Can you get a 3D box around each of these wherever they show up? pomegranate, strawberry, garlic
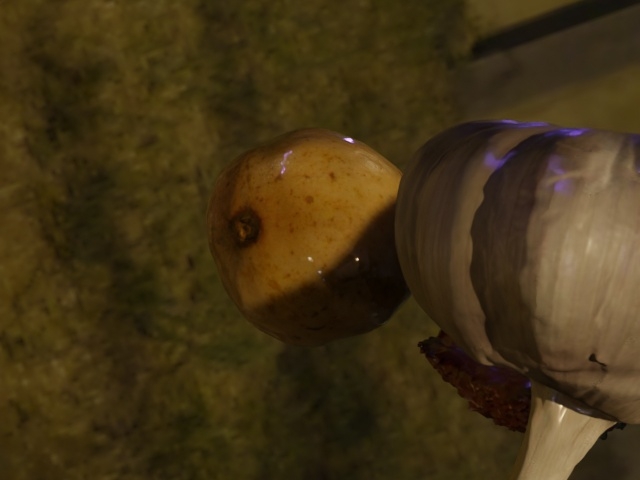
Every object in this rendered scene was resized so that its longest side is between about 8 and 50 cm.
[{"bbox_3d":[0.000,0.000,1.275,0.196,0.196,0.196,-19,90,-82],"label":"pomegranate"},{"bbox_3d":[0.177,0.117,1.225,0.140,0.192,0.085,-81,162,-65],"label":"strawberry"},{"bbox_3d":[0.137,0.046,0.800,0.218,0.218,0.212,-11,112,-82],"label":"garlic"}]
